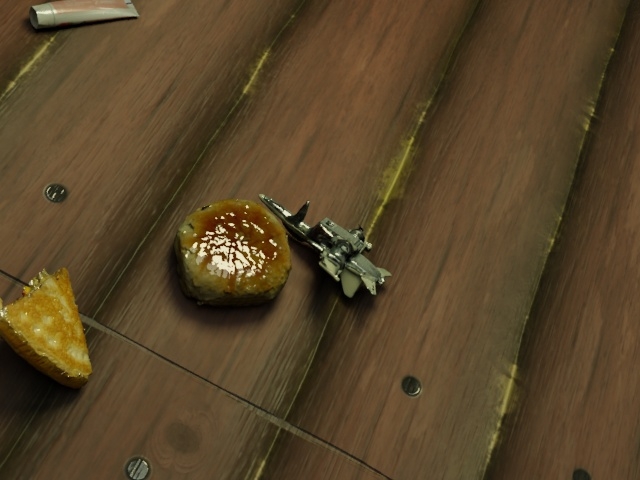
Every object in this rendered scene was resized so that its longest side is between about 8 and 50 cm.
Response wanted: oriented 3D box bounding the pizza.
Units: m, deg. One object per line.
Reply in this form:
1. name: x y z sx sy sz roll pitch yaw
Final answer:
1. pizza: -0.403 0.114 1.302 0.188 0.062 0.199 53 19 -34

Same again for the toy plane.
1. toy plane: 0.007 -0.008 1.510 0.262 0.088 0.192 44 25 2

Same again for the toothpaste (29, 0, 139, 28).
1. toothpaste: -0.431 -0.421 1.624 0.194 0.043 0.067 -20 69 -34

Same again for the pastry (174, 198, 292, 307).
1. pastry: -0.141 0.018 1.451 0.192 0.093 0.182 -3 61 -21
